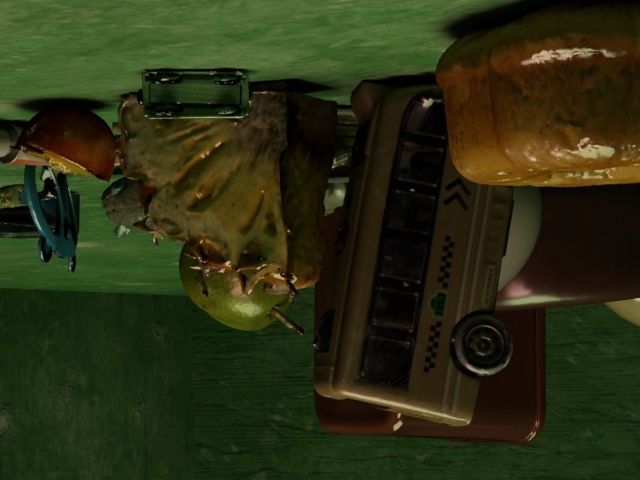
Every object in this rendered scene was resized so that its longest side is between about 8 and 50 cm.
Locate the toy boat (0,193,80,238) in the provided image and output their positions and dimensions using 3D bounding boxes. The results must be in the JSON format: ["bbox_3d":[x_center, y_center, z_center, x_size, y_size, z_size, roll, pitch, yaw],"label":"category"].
[{"bbox_3d":[-0.376,-0.030,2.062,0.141,0.055,0.060,-3,168,10],"label":"toy boat"}]

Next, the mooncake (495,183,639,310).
[{"bbox_3d":[0.247,-0.009,1.872,0.333,0.174,0.326,-6,177,11],"label":"mooncake"}]

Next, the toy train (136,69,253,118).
[{"bbox_3d":[-0.102,-0.116,1.301,0.093,0.038,0.056,-1,-179,-8],"label":"toy train"}]

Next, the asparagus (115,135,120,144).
[{"bbox_3d":[-0.166,-0.091,1.672,0.016,0.016,0.163,-24,166,21],"label":"asparagus"}]

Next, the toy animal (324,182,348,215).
[{"bbox_3d":[-0.058,-0.058,1.639,0.170,0.090,0.255,-18,170,34],"label":"toy animal"}]

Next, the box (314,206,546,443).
[{"bbox_3d":[0.139,0.100,2.167,0.229,0.340,0.239,5,173,-30],"label":"box"}]

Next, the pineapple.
[{"bbox_3d":[-0.067,-0.058,1.384,0.236,0.186,0.114,43,-163,20],"label":"pineapple"}]

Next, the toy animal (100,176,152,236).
[{"bbox_3d":[-0.158,-0.053,1.807,0.253,0.070,0.079,-9,-159,46],"label":"toy animal"}]

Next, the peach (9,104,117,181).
[{"bbox_3d":[-0.223,-0.089,1.423,0.098,0.061,0.098,21,174,2],"label":"peach"}]

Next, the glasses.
[{"bbox_3d":[-0.353,-0.057,1.774,0.206,0.102,0.239,26,176,1],"label":"glasses"}]

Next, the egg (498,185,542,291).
[{"bbox_3d":[0.135,-0.023,1.634,0.176,0.176,0.232,0,164,-21],"label":"egg"}]

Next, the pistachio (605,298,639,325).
[{"bbox_3d":[0.451,0.013,2.143,0.331,0.208,0.226,11,-148,-38],"label":"pistachio"}]

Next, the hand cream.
[{"bbox_3d":[-0.254,-0.090,1.563,0.038,0.052,0.216,-50,154,21],"label":"hand cream"}]

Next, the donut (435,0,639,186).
[{"bbox_3d":[0.196,-0.100,1.158,0.226,0.114,0.226,-2,177,0],"label":"donut"}]

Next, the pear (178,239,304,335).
[{"bbox_3d":[-0.105,0.062,2.369,0.166,0.216,0.180,-36,159,-14],"label":"pear"}]

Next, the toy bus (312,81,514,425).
[{"bbox_3d":[0.085,0.005,1.376,0.157,0.290,0.139,11,175,-7],"label":"toy bus"}]

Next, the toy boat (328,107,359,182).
[{"bbox_3d":[0.024,-0.087,1.474,0.172,0.069,0.059,0,-171,-21],"label":"toy boat"}]
